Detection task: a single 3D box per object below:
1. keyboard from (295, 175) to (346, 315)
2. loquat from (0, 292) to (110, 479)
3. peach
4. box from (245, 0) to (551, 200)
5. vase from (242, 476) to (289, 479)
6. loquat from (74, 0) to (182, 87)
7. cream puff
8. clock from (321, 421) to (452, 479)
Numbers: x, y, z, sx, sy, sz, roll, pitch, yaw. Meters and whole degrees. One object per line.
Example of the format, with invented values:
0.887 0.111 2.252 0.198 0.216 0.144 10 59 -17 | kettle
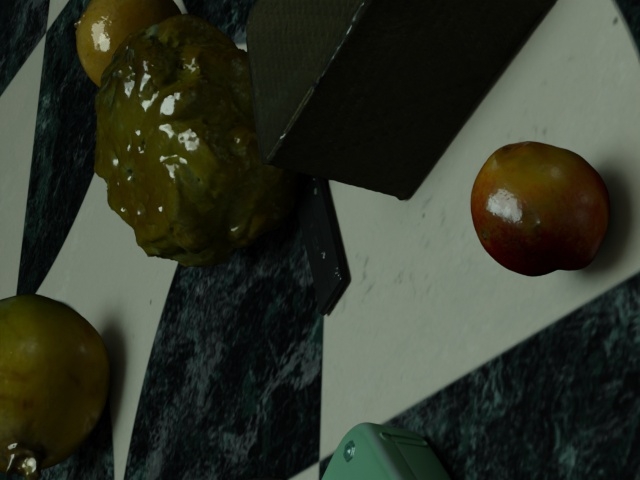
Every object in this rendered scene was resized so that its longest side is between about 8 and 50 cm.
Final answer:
0.000 0.000 1.619 0.053 0.010 0.155 -59 29 36 | keyboard
-0.348 0.184 2.055 0.213 0.213 0.246 -57 31 36 | loquat
0.148 -0.020 1.197 0.101 0.101 0.100 -43 40 51 | peach
0.057 -0.193 1.441 0.273 0.143 0.184 -55 32 40 | box
-0.054 0.260 1.484 0.183 0.120 0.120 151 130 -76 | vase
-0.229 -0.239 2.100 0.141 0.141 0.141 -43 40 51 | loquat
-0.126 -0.095 1.720 0.244 0.196 0.244 -167 90 -68 | cream puff
0.035 0.256 1.334 0.211 0.066 0.159 -67 25 21 | clock
